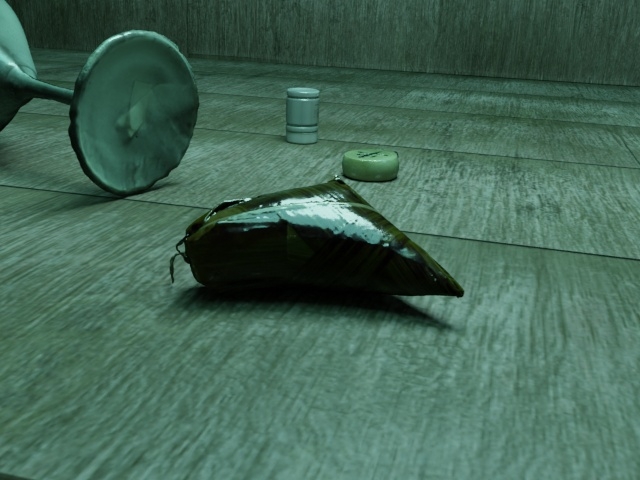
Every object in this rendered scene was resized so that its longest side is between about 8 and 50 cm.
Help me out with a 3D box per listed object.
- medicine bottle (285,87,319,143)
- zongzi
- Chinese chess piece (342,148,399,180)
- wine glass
[{"bbox_3d":[-0.032,-0.220,1.269,0.058,0.091,0.058,2,19,-1],"label":"medicine bottle"},{"bbox_3d":[-0.009,0.021,0.591,0.187,0.084,0.184,-16,35,-27],"label":"zongzi"},{"bbox_3d":[0.073,-0.111,1.047,0.084,0.034,0.084,1,19,0],"label":"Chinese chess piece"},{"bbox_3d":[-0.383,-0.203,0.964,0.406,0.267,0.267,20,25,29],"label":"wine glass"}]
